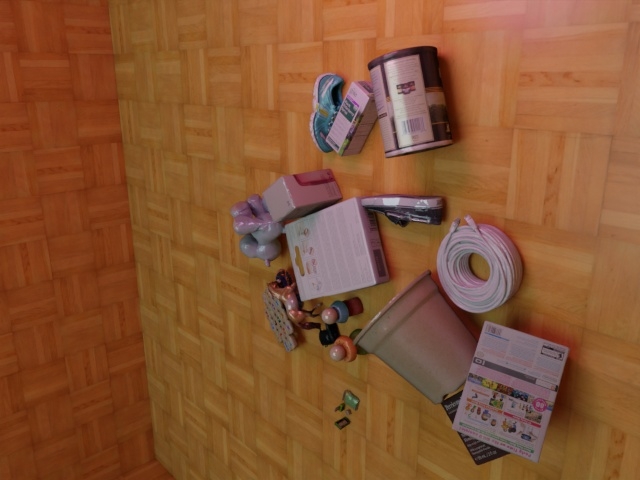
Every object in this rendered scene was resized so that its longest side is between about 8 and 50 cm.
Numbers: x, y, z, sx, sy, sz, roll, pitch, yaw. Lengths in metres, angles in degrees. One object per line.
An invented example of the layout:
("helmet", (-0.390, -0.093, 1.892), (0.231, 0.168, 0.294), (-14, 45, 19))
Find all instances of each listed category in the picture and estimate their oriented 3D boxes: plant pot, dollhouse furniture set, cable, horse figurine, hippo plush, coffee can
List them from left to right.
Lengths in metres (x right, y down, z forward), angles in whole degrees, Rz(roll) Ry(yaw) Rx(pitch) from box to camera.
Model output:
("hippo plush", (-0.225, -0.041, 2.284), (0.294, 0.234, 0.236), (8, 136, 4))
("horse figurine", (-0.089, 0.251, 2.202), (0.066, 0.175, 0.263), (99, 147, -75))
("dollhouse furniture set", (0.098, 0.678, 2.206), (0.076, 0.059, 0.151), (34, 125, 37))
("coffee can", (0.259, -0.392, 1.590), (0.202, 0.202, 0.275), (-5, 98, 49))
("plant pot", (0.322, 0.311, 1.679), (0.305, 0.334, 0.333), (46, 132, 15))
("cable", (0.454, 0.078, 1.602), (0.257, 0.089, 0.257), (50, 134, 25))

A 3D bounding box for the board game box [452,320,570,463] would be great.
("board game box", (0.502, 0.396, 1.465), (0.224, 0.097, 0.303), (18, 77, 19))

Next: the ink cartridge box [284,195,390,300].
("ink cartridge box", (0.050, 0.040, 1.994), (0.385, 0.091, 0.308), (-19, 81, 44))

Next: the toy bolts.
("toy bolts", (0.107, 0.321, 2.009), (0.218, 0.159, 0.228), (-32, 77, 48))

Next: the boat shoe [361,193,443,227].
("boat shoe", (0.256, -0.093, 1.767), (0.301, 0.108, 0.102), (6, 104, 40))

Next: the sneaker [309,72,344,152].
("sneaker", (0.030, -0.438, 1.915), (0.110, 0.107, 0.275), (15, 113, 35))

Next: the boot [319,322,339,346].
("boot", (0.028, 0.364, 2.204), (0.099, 0.045, 0.121), (-24, 82, 55))

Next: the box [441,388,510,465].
("box", (0.499, 0.509, 1.605), (0.203, 0.167, 0.168), (60, 144, 20))

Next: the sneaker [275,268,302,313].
("sneaker", (-0.133, 0.213, 2.318), (0.087, 0.083, 0.221), (-116, 14, -72))

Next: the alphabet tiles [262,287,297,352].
("alphabet tiles", (-0.179, 0.344, 2.391), (0.284, 0.021, 0.278), (63, 156, 13))

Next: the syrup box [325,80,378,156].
("syrup box", (0.117, -0.402, 1.828), (0.093, 0.096, 0.236), (50, 135, 26))

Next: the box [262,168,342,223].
("box", (-0.066, -0.163, 1.999), (0.149, 0.232, 0.126), (-32, 77, 48))
